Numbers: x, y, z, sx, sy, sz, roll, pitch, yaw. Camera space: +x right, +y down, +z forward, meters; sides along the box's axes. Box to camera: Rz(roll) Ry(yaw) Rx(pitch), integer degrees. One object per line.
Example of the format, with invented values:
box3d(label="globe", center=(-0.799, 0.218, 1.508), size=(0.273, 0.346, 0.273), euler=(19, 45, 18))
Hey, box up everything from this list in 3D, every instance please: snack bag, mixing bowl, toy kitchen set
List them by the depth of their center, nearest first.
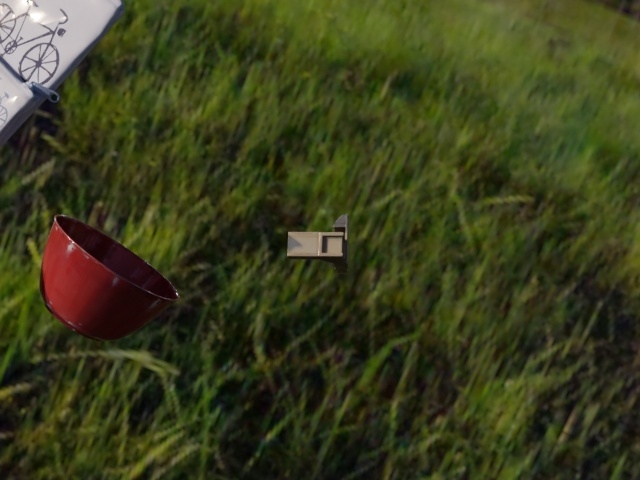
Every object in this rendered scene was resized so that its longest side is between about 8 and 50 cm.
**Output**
box3d(label="mixing bowl", center=(-0.273, 0.059, 1.365), size=(0.181, 0.098, 0.181), euler=(34, 4, -3))
box3d(label="snack bag", center=(-0.447, -0.260, 1.448), size=(0.323, 0.342, 0.037), euler=(43, -2, 29))
box3d(label="toy kitchen set", center=(0.000, 0.000, 1.486), size=(0.075, 0.068, 0.083), euler=(0, -17, 7))
